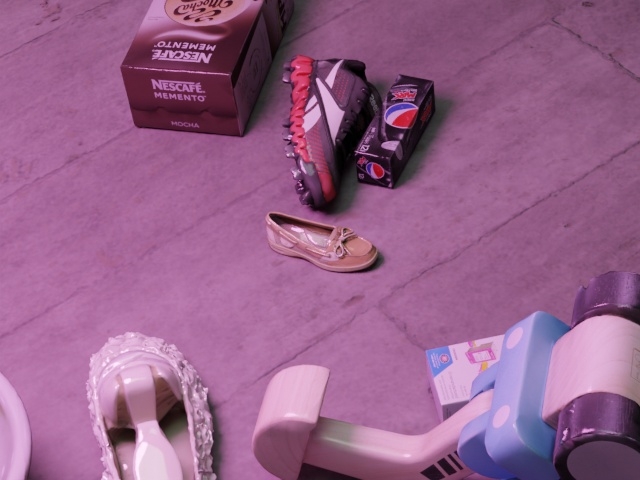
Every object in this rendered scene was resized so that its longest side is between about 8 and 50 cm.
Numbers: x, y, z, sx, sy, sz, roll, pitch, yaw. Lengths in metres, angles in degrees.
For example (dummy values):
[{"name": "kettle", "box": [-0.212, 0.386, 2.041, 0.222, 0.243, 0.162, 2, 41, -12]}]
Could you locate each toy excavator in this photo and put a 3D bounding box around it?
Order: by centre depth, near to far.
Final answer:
[{"name": "toy excavator", "box": [0.200, 0.221, 1.759, 0.433, 0.445, 0.222, 33, 45, -18]}]

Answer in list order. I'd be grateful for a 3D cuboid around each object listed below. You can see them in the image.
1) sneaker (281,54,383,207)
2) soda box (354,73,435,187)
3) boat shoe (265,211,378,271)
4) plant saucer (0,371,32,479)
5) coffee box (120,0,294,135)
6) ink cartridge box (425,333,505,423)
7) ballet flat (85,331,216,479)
[{"name": "sneaker", "box": [0.019, -0.156, 2.214, 0.135, 0.098, 0.276, -6, 44, 6]}, {"name": "soda box", "box": [0.103, -0.151, 2.223, 0.053, 0.060, 0.169, 13, 50, 19]}, {"name": "boat shoe", "box": [0.000, -0.001, 2.102, 0.153, 0.048, 0.056, 16, 51, 23]}, {"name": "plant saucer", "box": [-0.513, 0.266, 1.783, 0.400, 0.100, 0.400, 1, 41, -1]}, {"name": "coffee box", "box": [-0.158, -0.296, 2.363, 0.168, 0.119, 0.297, 6, 47, 13]}, {"name": "ink cartridge box", "box": [0.192, 0.163, 1.912, 0.122, 0.052, 0.088, -11, 45, -4]}, {"name": "ballet flat", "box": [-0.186, 0.226, 1.855, 0.147, 0.147, 0.409, -15, 45, -6]}]
